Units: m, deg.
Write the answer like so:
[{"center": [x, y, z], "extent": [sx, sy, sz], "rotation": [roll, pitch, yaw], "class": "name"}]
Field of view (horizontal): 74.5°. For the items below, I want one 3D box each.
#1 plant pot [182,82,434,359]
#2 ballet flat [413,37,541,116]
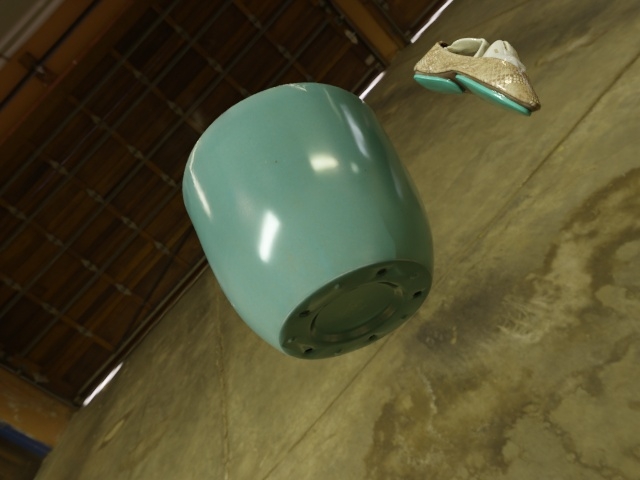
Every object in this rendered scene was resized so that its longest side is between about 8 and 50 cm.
[{"center": [0.000, 0.000, 0.522], "extent": [0.293, 0.293, 0.235], "rotation": [-42, 51, 20], "class": "plant pot"}, {"center": [0.181, -0.199, 0.485], "extent": [0.067, 0.073, 0.206], "rotation": [-59, 35, 15], "class": "ballet flat"}]
